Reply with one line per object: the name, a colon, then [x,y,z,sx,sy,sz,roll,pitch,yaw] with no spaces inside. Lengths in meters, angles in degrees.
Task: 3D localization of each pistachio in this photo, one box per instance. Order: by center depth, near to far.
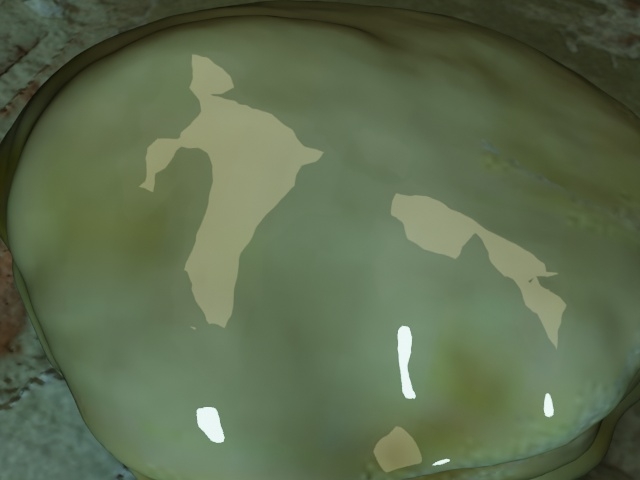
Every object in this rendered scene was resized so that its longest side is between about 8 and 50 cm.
pistachio: [0.000,0.000,0.633,0.445,0.281,0.365,12,58,15]
